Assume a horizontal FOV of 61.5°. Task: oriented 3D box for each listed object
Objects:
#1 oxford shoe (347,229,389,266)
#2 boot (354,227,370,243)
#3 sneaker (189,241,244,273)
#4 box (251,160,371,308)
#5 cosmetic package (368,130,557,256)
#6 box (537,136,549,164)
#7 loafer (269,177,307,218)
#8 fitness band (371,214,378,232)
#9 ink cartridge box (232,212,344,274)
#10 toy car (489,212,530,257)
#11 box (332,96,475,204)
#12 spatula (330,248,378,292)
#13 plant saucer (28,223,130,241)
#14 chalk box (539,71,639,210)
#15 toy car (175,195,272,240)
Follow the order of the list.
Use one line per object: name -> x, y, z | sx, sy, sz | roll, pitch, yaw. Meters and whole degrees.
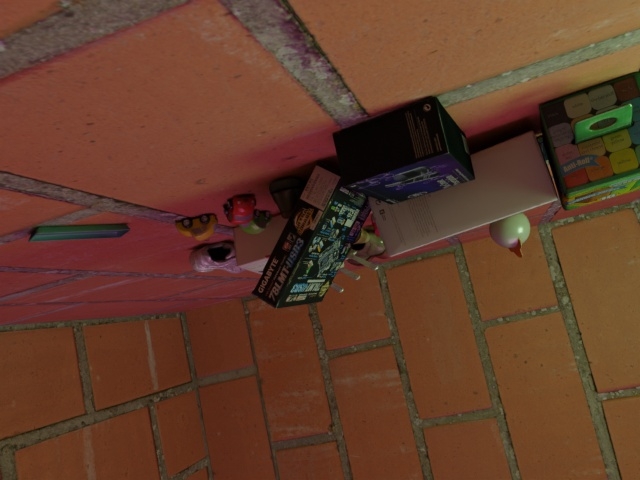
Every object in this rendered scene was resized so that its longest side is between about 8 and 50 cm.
oxford shoe -> 0.154, 0.014, 2.038 | 0.130, 0.123, 0.348 | 19, 161, -18
boot -> 0.016, -0.013, 1.760 | 0.248, 0.090, 0.206 | -17, 158, 36
sneaker -> -0.275, 0.049, 1.647 | 0.232, 0.091, 0.115 | -6, 166, -39
box -> 0.000, 0.000, 1.167 | 0.073, 0.294, 0.295 | 31, -173, 19
cosmetic package -> 0.315, -0.099, 1.190 | 0.365, 0.155, 0.197 | -20, 177, 26
box -> 0.478, -0.190, 1.261 | 0.054, 0.059, 0.168 | -6, 169, -45
loafer -> -0.037, -0.074, 1.203 | 0.096, 0.084, 0.267 | -14, 171, 20
fitness band -> 0.272, -0.073, 1.757 | 0.208, 0.054, 0.291 | -16, 172, 5
ink cartridge box -> -0.081, 0.023, 1.522 | 0.207, 0.117, 0.283 | -17, 160, 22
toy car -> 0.540, -0.060, 1.582 | 0.219, 0.238, 0.210 | -12, 171, -2
box -> 0.161, -0.149, 0.975 | 0.184, 0.103, 0.261 | -13, 171, 24
spatula -> 0.060, 0.090, 1.602 | 0.168, 0.019, 0.242 | -31, -157, -14
plant saucer -> -0.508, -0.017, 1.141 | 0.192, 0.018, 0.067 | -5, 169, -42
chalk box -> 0.524, -0.180, 1.008 | 0.180, 0.179, 0.289 | -17, 170, 22
toy car -> -0.194, -0.043, 1.286 | 0.238, 0.053, 0.225 | -18, 169, 32
